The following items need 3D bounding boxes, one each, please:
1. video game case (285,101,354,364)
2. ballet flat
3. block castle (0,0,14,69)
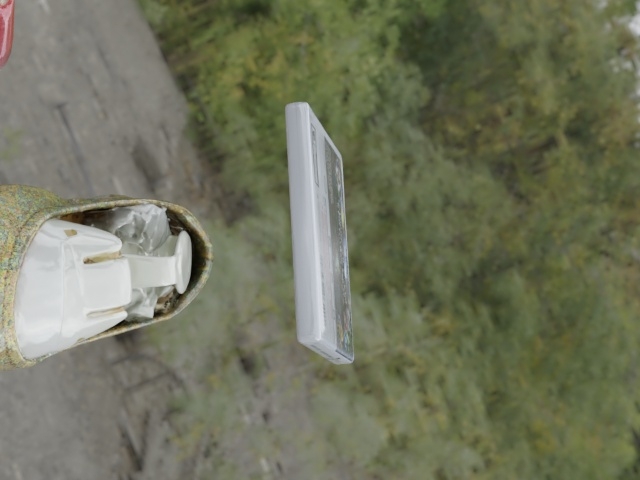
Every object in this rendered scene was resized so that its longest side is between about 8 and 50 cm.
[{"bbox_3d":[0.000,0.000,1.142,0.173,0.022,0.190,46,39,-75],"label":"video game case"},{"bbox_3d":[-0.161,0.022,0.924,0.123,0.123,0.348,68,16,1],"label":"ballet flat"},{"bbox_3d":[-0.392,-0.301,1.019,0.303,0.453,0.212,-71,-176,-53],"label":"block castle"}]
